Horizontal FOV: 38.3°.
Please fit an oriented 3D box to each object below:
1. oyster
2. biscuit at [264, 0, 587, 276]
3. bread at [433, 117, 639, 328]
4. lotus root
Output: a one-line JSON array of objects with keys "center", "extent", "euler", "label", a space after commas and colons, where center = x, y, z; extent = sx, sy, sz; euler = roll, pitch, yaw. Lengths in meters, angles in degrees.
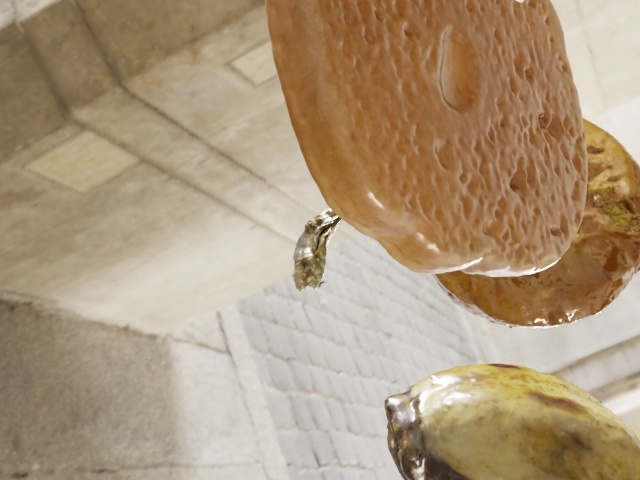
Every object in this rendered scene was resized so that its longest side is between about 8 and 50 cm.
[{"center": [-0.001, 0.000, 0.808], "extent": [0.034, 0.051, 0.093], "euler": [30, 65, -15], "label": "oyster"}, {"center": [0.114, -0.134, 0.832], "extent": [0.455, 0.078, 0.350], "euler": [25, 58, -43], "label": "biscuit"}, {"center": [0.279, -0.024, 1.208], "extent": [0.172, 0.312, 0.312], "euler": [79, -7, -66], "label": "bread"}, {"center": [0.148, 0.144, 0.522], "extent": [0.258, 0.110, 0.097], "euler": [33, 67, -14], "label": "lotus root"}]
